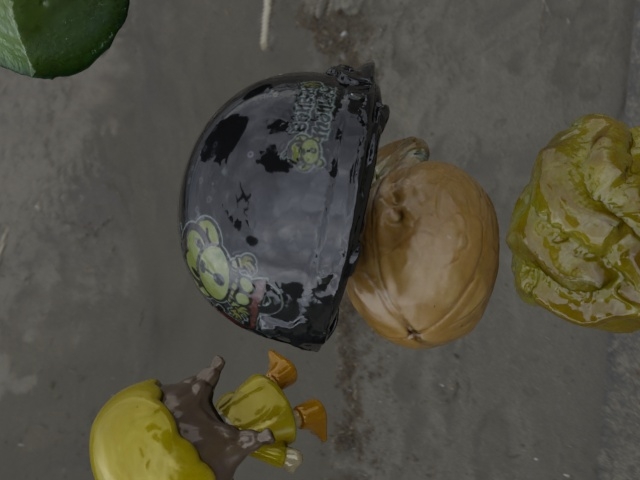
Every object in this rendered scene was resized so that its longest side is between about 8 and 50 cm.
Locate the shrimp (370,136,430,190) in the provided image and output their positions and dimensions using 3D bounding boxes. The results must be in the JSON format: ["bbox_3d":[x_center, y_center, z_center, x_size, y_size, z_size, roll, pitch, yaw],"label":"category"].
[{"bbox_3d":[0.000,0.000,1.214,0.445,0.085,0.272,-39,16,18],"label":"shrimp"}]

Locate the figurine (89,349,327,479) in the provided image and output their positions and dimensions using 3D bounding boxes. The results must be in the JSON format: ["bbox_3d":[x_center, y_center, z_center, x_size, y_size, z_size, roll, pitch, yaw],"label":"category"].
[{"bbox_3d":[-0.157,0.272,1.097,0.215,0.343,0.187,37,129,34],"label":"figurine"}]

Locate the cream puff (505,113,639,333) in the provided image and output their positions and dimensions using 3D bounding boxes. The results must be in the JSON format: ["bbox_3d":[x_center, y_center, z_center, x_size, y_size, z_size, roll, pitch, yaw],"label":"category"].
[{"bbox_3d":[0.439,-0.012,1.101,0.257,0.324,0.291,31,115,41],"label":"cream puff"}]

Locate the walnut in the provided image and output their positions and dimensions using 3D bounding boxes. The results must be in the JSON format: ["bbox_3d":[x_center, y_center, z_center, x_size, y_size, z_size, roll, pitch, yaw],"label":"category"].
[{"bbox_3d":[0.103,0.013,0.798,0.165,0.165,0.197,-7,46,30],"label":"walnut"}]

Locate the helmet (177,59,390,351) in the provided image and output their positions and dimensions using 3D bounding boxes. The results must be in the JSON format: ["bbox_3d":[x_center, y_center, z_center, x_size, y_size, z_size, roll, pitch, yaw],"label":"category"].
[{"bbox_3d":[-0.040,-0.045,0.677,0.160,0.230,0.279,8,55,-5],"label":"helmet"}]

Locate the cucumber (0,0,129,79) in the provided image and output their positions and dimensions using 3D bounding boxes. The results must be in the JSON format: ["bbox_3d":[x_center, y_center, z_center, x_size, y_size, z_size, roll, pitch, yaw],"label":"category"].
[{"bbox_3d":[-0.256,-0.245,0.665,0.191,0.191,0.130,-55,41,1],"label":"cucumber"}]
